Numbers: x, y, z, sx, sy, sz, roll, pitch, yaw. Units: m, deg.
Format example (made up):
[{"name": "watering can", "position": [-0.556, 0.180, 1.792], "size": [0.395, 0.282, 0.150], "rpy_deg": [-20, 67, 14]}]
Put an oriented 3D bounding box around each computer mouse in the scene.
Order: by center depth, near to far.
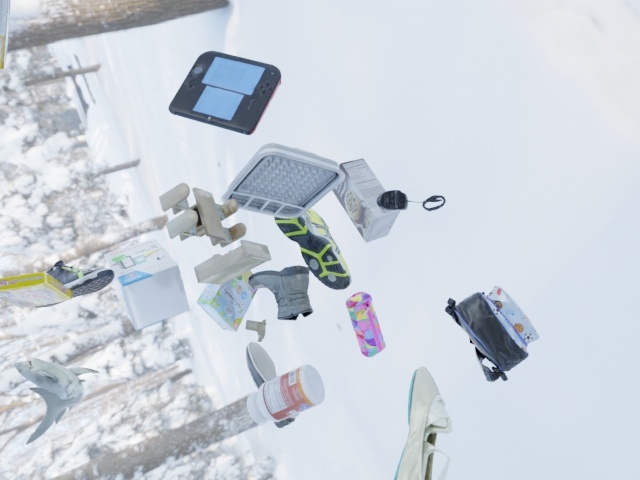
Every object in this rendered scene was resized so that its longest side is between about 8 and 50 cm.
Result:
[{"name": "computer mouse", "position": [0.311, -0.133, 1.670], "size": [0.041, 0.242, 0.071], "rpy_deg": [125, 148, -81]}]

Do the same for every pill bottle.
[{"name": "pill bottle", "position": [-0.104, 0.458, 1.430], "size": [0.121, 0.216, 0.121], "rpy_deg": [51, -159, -28]}]

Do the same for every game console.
[{"name": "game console", "position": [-0.378, -0.606, 1.963], "size": [0.386, 0.342, 0.060], "rpy_deg": [18, 155, 13]}]

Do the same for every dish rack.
[{"name": "dish rack", "position": [-0.117, -0.181, 1.468], "size": [0.333, 0.285, 0.072], "rpy_deg": [-35, 51, 50]}]

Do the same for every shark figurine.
[{"name": "shark figurine", "position": [-0.542, 0.334, 1.008], "size": [0.278, 0.166, 0.116], "rpy_deg": [11, 83, 53]}]

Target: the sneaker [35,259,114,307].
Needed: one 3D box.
[{"name": "sneaker", "position": [-0.609, 0.088, 1.160], "size": [0.084, 0.235, 0.097], "rpy_deg": [38, -145, -75]}]

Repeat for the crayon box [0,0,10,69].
[{"name": "crayon box", "position": [-0.911, -0.548, 1.120], "size": [0.203, 0.323, 0.083], "rpy_deg": [-65, 36, 27]}]

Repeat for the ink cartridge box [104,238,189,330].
[{"name": "ink cartridge box", "position": [-0.632, 0.150, 1.761], "size": [0.270, 0.198, 0.197], "rpy_deg": [32, 135, 49]}]

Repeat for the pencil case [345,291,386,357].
[{"name": "pencil case", "position": [0.160, 0.296, 1.708], "size": [0.104, 0.104, 0.236], "rpy_deg": [30, 144, 60]}]

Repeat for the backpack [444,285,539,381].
[{"name": "backpack", "position": [0.535, 0.268, 1.515], "size": [0.276, 0.213, 0.263], "rpy_deg": [60, -175, 14]}]

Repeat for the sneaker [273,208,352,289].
[{"name": "sneaker", "position": [0.000, 0.000, 1.718], "size": [0.384, 0.147, 0.145], "rpy_deg": [55, 130, 11]}]

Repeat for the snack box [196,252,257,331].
[{"name": "snack box", "position": [-0.306, 0.177, 1.655], "size": [0.070, 0.207, 0.174], "rpy_deg": [3, 142, 31]}]

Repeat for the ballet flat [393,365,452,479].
[{"name": "ballet flat", "position": [0.182, 0.336, 0.816], "size": [0.086, 0.086, 0.248], "rpy_deg": [114, 175, -62]}]

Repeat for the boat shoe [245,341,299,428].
[{"name": "boat shoe", "position": [-0.201, 0.530, 1.782], "size": [0.095, 0.112, 0.335], "rpy_deg": [-48, 60, 19]}]

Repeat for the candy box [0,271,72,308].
[{"name": "candy box", "position": [-0.580, 0.102, 0.974], "size": [0.206, 0.105, 0.027], "rpy_deg": [130, 126, -69]}]

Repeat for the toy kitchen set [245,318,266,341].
[{"name": "toy kitchen set", "position": [-0.237, 0.314, 1.762], "size": [0.083, 0.075, 0.068], "rpy_deg": [112, 164, -44]}]

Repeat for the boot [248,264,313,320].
[{"name": "boot", "position": [-0.132, 0.173, 1.519], "size": [0.246, 0.083, 0.161], "rpy_deg": [-13, 71, 35]}]

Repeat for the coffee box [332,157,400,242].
[{"name": "coffee box", "position": [0.175, -0.164, 1.957], "size": [0.297, 0.119, 0.168], "rpy_deg": [59, 153, 27]}]

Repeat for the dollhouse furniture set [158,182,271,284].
[{"name": "dollhouse furniture set", "position": [-0.251, -0.032, 1.230], "size": [0.212, 0.161, 0.242], "rpy_deg": [17, -131, -63]}]
